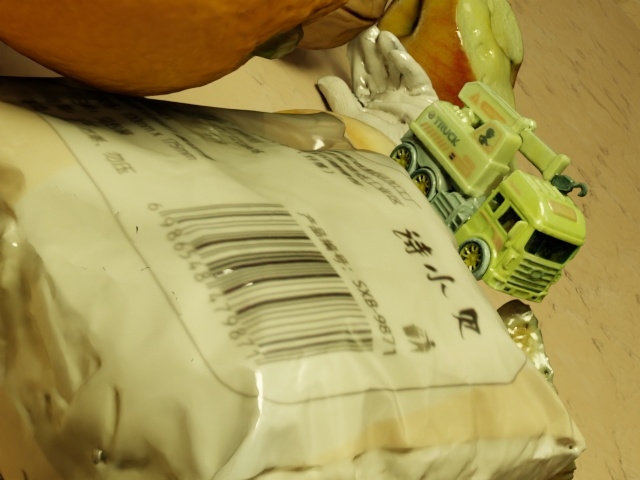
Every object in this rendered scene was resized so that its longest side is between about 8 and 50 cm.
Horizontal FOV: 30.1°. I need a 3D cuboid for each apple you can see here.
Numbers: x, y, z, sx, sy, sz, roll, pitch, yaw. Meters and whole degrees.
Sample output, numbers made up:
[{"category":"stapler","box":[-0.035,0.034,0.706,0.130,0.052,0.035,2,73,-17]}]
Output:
[{"category":"apple","box":[0.146,-0.194,1.315,0.173,0.160,0.195,29,57,-25]}]

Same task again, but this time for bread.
[{"category":"bread","box":[0.153,0.137,0.934,0.232,0.088,0.128,64,5,-69]}]

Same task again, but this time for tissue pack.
[{"category":"tissue pack","box":[-0.053,0.031,0.717,0.390,0.195,0.375,0,46,-43]}]

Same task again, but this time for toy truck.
[{"category":"toy truck","box":[0.125,-0.042,0.864,0.077,0.100,0.169,17,30,-40]}]

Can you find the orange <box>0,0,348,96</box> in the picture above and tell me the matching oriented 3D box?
[{"category":"orange","box":[-0.095,-0.233,0.677,0.312,0.312,0.312,35,32,-25]}]

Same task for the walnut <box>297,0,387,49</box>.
[{"category":"walnut","box":[-0.021,-0.279,1.177,0.207,0.167,0.167,31,32,-15]}]

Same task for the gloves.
[{"category":"gloves","box":[0.068,-0.120,1.195,0.119,0.097,0.229,-10,62,-7]}]

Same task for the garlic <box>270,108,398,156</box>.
[{"category":"garlic","box":[0.014,0.003,0.959,0.164,0.145,0.245,-5,54,-19]}]
